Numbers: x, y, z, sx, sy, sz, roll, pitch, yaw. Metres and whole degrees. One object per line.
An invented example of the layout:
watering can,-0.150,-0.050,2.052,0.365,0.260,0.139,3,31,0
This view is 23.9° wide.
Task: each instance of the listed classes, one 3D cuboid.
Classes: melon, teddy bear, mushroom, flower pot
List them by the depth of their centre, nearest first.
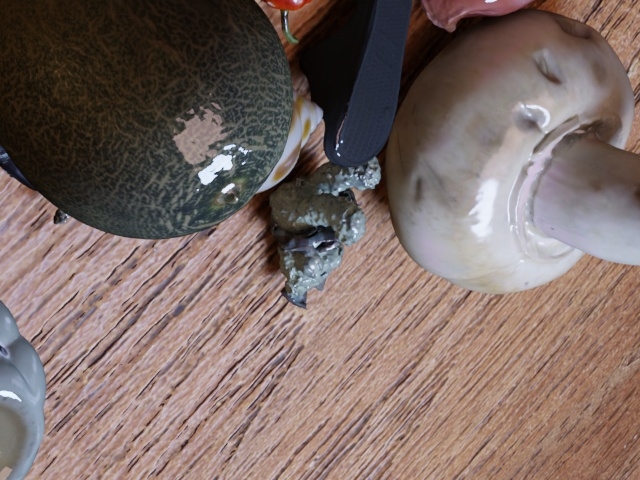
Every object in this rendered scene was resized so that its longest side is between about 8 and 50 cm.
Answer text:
melon,-0.170,-0.148,1.290,0.249,0.329,0.248,-34,155,-18
flower pot,-0.372,0.150,1.391,0.246,0.195,0.246,-28,134,-33
teddy bear,-0.016,-0.012,1.729,0.213,0.111,0.133,120,-8,-48
mushroom,0.261,-0.094,1.832,0.353,0.353,0.325,-56,173,-1

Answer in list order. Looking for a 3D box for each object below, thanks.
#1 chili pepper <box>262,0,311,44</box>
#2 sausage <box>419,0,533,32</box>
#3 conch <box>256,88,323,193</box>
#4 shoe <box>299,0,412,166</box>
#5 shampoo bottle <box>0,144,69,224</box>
chili pepper,-0.044,-0.310,1.524,0.071,0.063,0.272,-48,142,-36
sausage,0.221,-0.339,1.719,0.254,0.148,0.148,-37,138,-24
conch,-0.110,-0.112,1.507,0.275,0.148,0.183,10,142,-27
shoe,0.031,-0.195,1.673,0.108,0.093,0.241,34,67,-57
shampoo bottle,-0.285,-0.088,1.423,0.063,0.057,0.207,-50,141,-8
